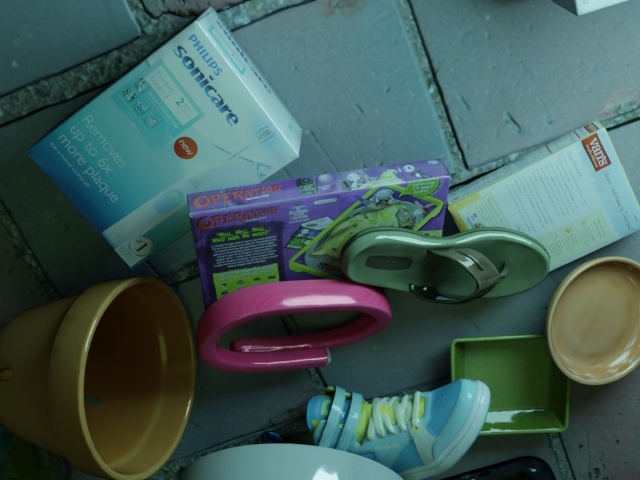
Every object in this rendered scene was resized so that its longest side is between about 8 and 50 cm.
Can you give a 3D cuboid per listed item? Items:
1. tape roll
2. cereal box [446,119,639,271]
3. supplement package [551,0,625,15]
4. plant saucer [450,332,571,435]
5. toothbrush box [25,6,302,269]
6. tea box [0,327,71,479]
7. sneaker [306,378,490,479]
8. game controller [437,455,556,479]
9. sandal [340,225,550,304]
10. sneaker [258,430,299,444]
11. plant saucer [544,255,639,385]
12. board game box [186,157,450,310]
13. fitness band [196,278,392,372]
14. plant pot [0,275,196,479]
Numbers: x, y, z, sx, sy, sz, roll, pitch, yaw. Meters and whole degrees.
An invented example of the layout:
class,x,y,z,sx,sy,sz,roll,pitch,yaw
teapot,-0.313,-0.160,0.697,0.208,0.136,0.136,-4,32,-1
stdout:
class,x,y,z,sx,sy,sz,roll,pitch,yaw
tape roll,-0.042,0.443,1.239,0.391,0.072,0.392,2,138,2
cereal box,0.324,-0.043,1.118,0.240,0.047,0.173,-27,113,13
supplement package,0.399,-0.395,0.880,0.292,0.175,0.178,-16,112,9
plant saucer,0.301,0.223,1.244,0.188,0.045,0.189,-3,114,4
toothbrush box,-0.202,-0.136,1.054,0.295,0.126,0.216,-32,111,14
tea box,-0.573,0.352,1.186,0.219,0.324,0.329,-4,116,5
sneaker,0.099,0.280,1.207,0.208,0.127,0.319,33,127,-11
game controller,0.268,0.486,1.369,0.319,0.067,0.167,-20,98,11
sandal,0.176,0.048,1.076,0.302,0.086,0.120,1,127,-13
sneaker,-0.122,0.382,1.327,0.216,0.079,0.121,1,105,1
plant saucer,0.420,0.118,1.165,0.199,0.037,0.200,-4,104,-16
board game box,0.000,0.000,1.077,0.346,0.056,0.208,-8,139,-9
fitness band,-0.037,0.127,1.132,0.290,0.054,0.209,-2,149,-21
plant pot,-0.343,0.200,1.148,0.203,0.291,0.291,-2,116,21
